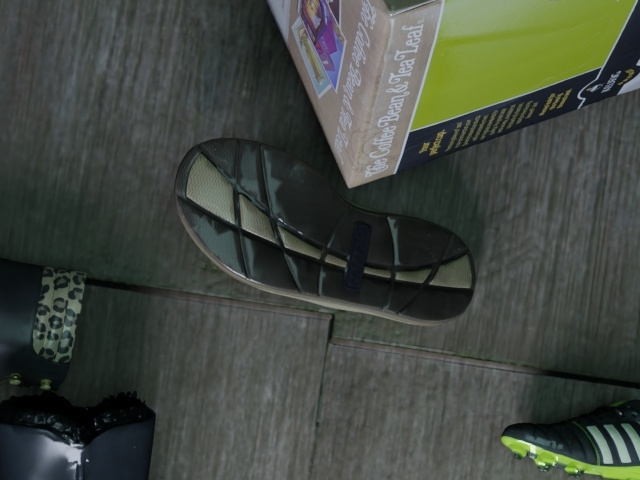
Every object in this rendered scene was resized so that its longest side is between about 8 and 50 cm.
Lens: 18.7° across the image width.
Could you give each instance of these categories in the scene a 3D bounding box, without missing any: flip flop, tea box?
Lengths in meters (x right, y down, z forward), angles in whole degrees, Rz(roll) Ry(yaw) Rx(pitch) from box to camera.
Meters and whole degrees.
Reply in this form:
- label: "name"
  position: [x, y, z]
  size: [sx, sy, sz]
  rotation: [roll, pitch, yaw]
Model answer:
- label: "flip flop"
  position: [0.000, 0.000, 1.593]
  size: [0.277, 0.080, 0.112]
  rotation: [18, 81, -26]
- label: "tea box"
  position: [0.139, -0.235, 1.464]
  size: [0.324, 0.329, 0.220]
  rotation: [-20, 74, -11]

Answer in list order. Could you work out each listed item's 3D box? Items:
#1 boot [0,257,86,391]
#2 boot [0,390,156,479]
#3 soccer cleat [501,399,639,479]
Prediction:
- label: "boot"
  position: [-0.292, 0.110, 1.525]
  size: [0.179, 0.085, 0.236]
  rotation: [14, 88, -14]
- label: "boot"
  position: [-0.247, 0.223, 1.508]
  size: [0.247, 0.094, 0.207]
  rotation: [-5, 105, -18]
- label: "soccer cleat"
  position: [0.237, 0.167, 1.647]
  size: [0.179, 0.060, 0.072]
  rotation: [12, 78, -17]
